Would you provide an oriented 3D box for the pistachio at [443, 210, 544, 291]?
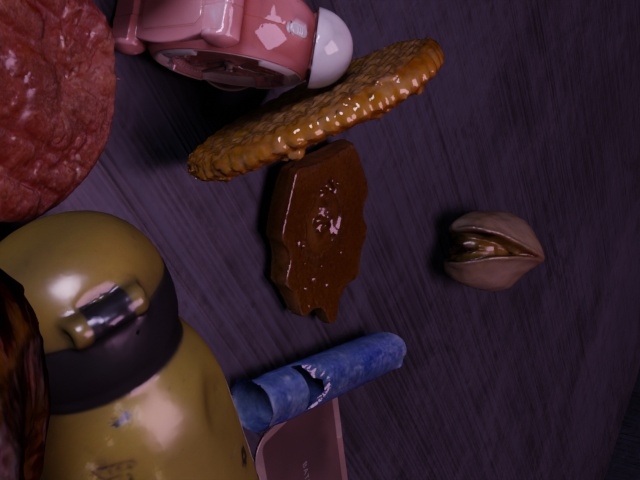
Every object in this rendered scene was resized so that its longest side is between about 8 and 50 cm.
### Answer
[{"bbox_3d":[0.270,0.016,1.315,0.206,0.131,0.129,4,86,-54],"label":"pistachio"}]

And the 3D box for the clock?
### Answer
[{"bbox_3d":[-0.069,-0.182,0.711,0.162,0.166,0.092,16,82,-51],"label":"clock"}]

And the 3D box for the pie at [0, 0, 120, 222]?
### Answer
[{"bbox_3d":[-0.207,-0.102,0.591,0.182,0.050,0.182,-46,144,-50],"label":"pie"}]

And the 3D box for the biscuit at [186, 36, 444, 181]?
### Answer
[{"bbox_3d":[-0.004,-0.116,0.753,0.254,0.254,0.035,-42,112,-44],"label":"biscuit"}]

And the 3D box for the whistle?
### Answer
[{"bbox_3d":[0.008,0.161,1.014,0.304,0.062,0.062,-10,106,-56],"label":"whistle"}]

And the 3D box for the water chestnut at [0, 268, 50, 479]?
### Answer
[{"bbox_3d":[-0.277,0.104,0.408,0.300,0.300,0.299,-21,116,-53],"label":"water chestnut"}]

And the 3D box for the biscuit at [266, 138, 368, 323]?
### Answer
[{"bbox_3d":[-0.002,0.000,0.976,0.182,0.034,0.215,-31,125,-49],"label":"biscuit"}]

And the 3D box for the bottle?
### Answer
[{"bbox_3d":[-0.151,0.138,0.661,0.171,0.172,0.351,-45,132,-43],"label":"bottle"}]

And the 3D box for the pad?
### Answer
[{"bbox_3d":[-0.015,0.317,1.069,0.176,0.002,0.266,-37,128,-47],"label":"pad"}]
